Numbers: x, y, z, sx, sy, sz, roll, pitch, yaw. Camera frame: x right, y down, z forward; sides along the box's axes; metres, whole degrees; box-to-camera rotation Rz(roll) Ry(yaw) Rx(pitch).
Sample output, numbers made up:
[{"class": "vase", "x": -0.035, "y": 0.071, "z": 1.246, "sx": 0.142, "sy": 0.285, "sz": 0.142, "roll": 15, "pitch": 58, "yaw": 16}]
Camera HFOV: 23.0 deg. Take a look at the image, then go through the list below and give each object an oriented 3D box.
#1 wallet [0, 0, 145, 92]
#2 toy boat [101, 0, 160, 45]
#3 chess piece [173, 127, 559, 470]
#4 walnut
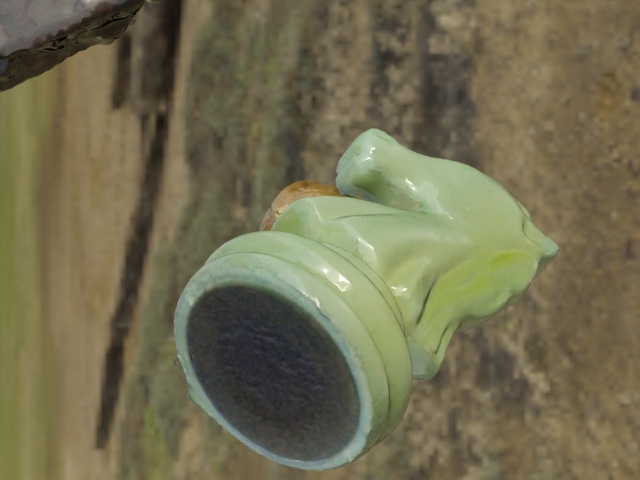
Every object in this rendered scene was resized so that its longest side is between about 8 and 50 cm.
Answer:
[{"class": "wallet", "x": -0.186, "y": -0.141, "z": 0.551, "sx": 0.049, "sy": 0.182, "sz": 0.229, "roll": 87, "pitch": 158, "yaw": -79}, {"class": "toy boat", "x": -0.188, "y": -0.252, "z": 1.048, "sx": 0.445, "sy": 0.136, "sz": 0.162, "roll": 55, "pitch": -130, "yaw": -81}, {"class": "chess piece", "x": 0.044, "y": 0.021, "z": 1.137, "sx": 0.175, "sy": 0.298, "sz": 0.176, "roll": 20, "pitch": 128, "yaw": 28}, {"class": "walnut", "x": 0.000, "y": 0.000, "z": 1.375, "sx": 0.105, "sy": 0.124, "sz": 0.105, "roll": -24, "pitch": 55, "yaw": 38}]
